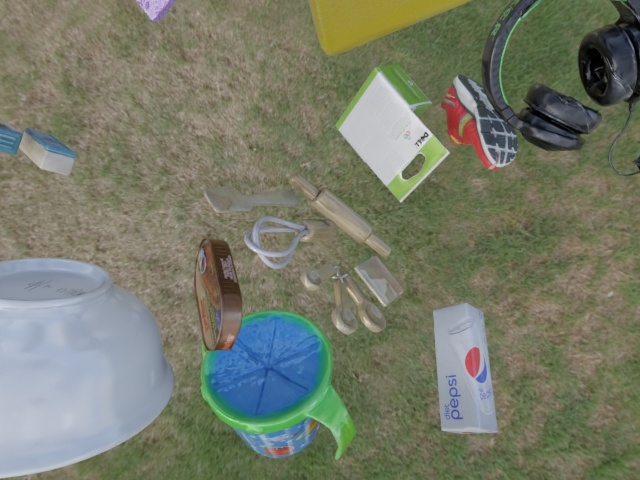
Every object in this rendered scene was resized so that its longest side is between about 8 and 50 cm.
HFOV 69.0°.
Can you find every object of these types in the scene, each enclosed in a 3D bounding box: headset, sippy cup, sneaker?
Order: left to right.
[{"bbox_3d":[-0.088,0.290,0.888,0.240,0.305,0.224,-15,135,-11],"label":"sippy cup"},{"bbox_3d":[0.351,-0.252,1.061,0.107,0.118,0.279,9,50,-23],"label":"sneaker"},{"bbox_3d":[0.441,-0.232,0.746,0.394,0.185,0.243,39,112,-20],"label":"headset"}]

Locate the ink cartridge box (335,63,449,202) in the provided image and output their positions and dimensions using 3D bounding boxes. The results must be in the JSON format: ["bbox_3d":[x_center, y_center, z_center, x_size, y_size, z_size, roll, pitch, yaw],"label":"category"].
[{"bbox_3d":[0.181,-0.248,1.089,0.097,0.189,0.255,-27,75,-43],"label":"ink cartridge box"}]

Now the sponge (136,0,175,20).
[{"bbox_3d":[-0.417,-0.632,1.073,0.117,0.031,0.210,-32,102,30],"label":"sponge"}]

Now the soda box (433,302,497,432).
[{"bbox_3d":[0.339,0.301,1.103,0.091,0.098,0.286,27,55,-39],"label":"soda box"}]

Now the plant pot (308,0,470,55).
[{"bbox_3d":[0.055,-0.347,0.434,0.212,0.187,0.212,-17,77,12],"label":"plant pot"}]

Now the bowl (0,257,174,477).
[{"bbox_3d":[-0.311,0.102,0.515,0.297,0.298,0.134,7,104,-7],"label":"bowl"}]

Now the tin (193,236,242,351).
[{"bbox_3d":[-0.156,0.078,0.699,0.040,0.190,0.106,9,129,-31],"label":"tin"}]

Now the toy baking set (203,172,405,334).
[{"bbox_3d":[0.002,-0.003,0.519,0.256,0.197,0.030,40,119,-10],"label":"toy baking set"}]

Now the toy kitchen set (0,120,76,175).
[{"bbox_3d":[-0.523,-0.229,0.788,0.122,0.207,0.166,32,101,35],"label":"toy kitchen set"}]
